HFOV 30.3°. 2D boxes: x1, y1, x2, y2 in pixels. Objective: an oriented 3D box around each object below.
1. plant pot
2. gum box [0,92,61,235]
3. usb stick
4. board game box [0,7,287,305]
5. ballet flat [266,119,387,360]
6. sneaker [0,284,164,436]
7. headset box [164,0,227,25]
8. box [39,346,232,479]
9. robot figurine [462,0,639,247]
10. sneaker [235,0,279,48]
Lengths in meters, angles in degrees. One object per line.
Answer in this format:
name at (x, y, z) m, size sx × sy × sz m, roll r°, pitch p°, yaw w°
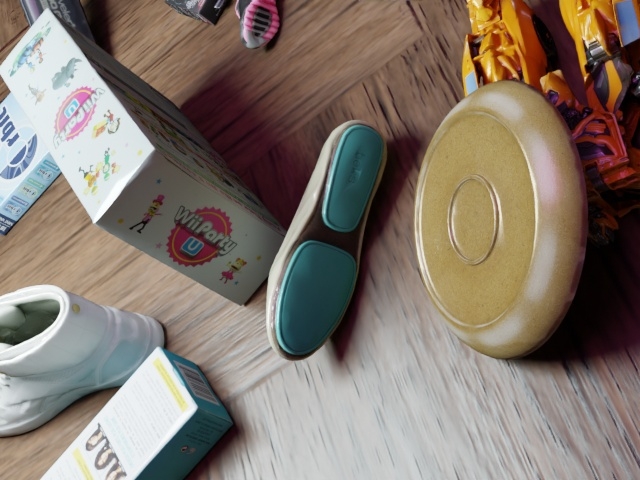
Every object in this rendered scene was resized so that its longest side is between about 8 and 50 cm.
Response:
plant pot at (0.138, -0.017, 0.994) m, size 0.236 × 0.032 × 0.236 m, roll 179°, pitch 90°, yaw -65°
gum box at (-0.392, -0.123, 1.552) m, size 0.184 × 0.041 × 0.157 m, roll -46°, pitch 48°, yaw 11°
usb stick at (-0.356, -0.318, 1.551) m, size 0.278 × 0.077 × 0.045 m, roll 66°, pitch 157°, yaw 16°
board game box at (-0.187, -0.089, 1.245) m, size 0.097 × 0.224 × 0.303 m, roll -49°, pitch 46°, yaw 7°
ballet flat at (0.000, 0.000, 1.160) m, size 0.086 × 0.086 × 0.248 m, roll 11°, pitch 73°, yaw 41°
sneaker at (-0.334, 0.125, 1.291) m, size 0.292 × 0.169 × 0.108 m, roll -26°, pitch 56°, yaw 28°
headset box at (-0.144, -0.304, 1.454) m, size 0.083 × 0.032 × 0.062 m, roll 26°, pitch 86°, yaw 43°
box at (-0.204, 0.234, 1.202) m, size 0.244 × 0.060 × 0.100 m, roll -48°, pitch 47°, yaw 8°
robot figurine at (0.213, -0.129, 1.040) m, size 0.211 × 0.085 × 0.291 m, roll -24°, pitch 54°, yaw 29°
sneaker at (-0.079, -0.269, 1.382) m, size 0.057 × 0.047 × 0.119 m, roll -26°, pitch 49°, yaw 45°
